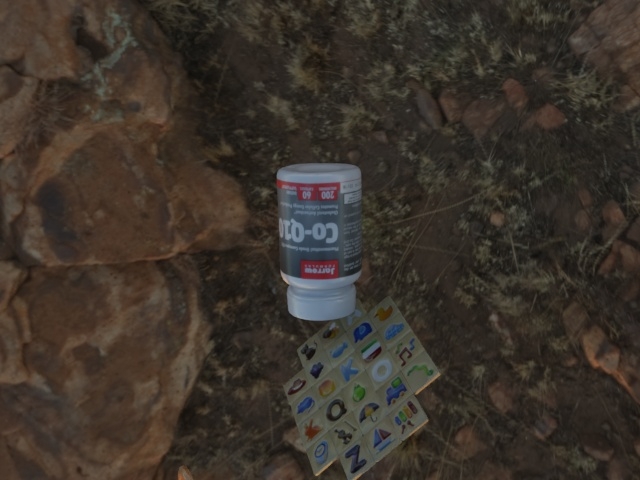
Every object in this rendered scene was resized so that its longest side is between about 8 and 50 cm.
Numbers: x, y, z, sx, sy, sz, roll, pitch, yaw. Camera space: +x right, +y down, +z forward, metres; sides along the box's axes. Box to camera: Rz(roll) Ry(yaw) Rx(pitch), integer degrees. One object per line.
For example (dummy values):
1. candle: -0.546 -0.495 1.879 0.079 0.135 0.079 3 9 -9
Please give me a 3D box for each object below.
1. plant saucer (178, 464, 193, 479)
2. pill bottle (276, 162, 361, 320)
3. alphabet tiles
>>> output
1. plant saucer: -0.263 0.488 1.262 0.083 0.013 0.083 30 127 49
2. pill bottle: 0.000 0.000 1.230 0.161 0.161 0.283 3 104 18
3. alphabet tiles: 0.063 0.258 1.176 0.285 0.342 0.011 -42 124 9
